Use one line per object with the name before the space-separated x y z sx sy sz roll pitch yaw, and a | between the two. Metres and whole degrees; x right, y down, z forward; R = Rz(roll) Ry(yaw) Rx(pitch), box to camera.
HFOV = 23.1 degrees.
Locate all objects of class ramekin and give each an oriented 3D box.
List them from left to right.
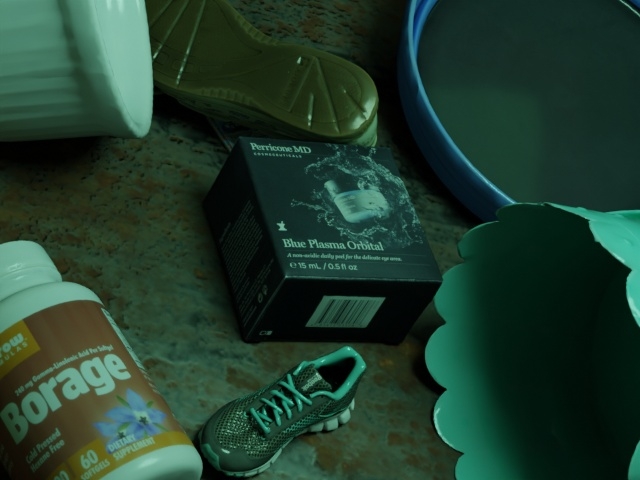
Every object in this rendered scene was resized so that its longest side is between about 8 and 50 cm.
ramekin | -0.232 -0.211 1.283 0.135 0.277 0.277 -8 50 3

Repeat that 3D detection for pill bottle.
pill bottle | -0.188 0.109 1.125 0.121 0.121 0.216 -17 61 -40

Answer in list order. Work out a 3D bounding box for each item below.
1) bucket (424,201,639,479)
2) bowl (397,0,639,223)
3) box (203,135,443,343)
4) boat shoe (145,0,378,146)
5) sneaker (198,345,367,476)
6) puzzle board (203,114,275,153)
bucket | 0.237 0.103 1.282 0.183 0.281 0.281 1 51 -33
bowl | 0.259 -0.160 1.594 0.391 0.077 0.391 8 64 -16
box | 0.000 0.000 1.356 0.156 0.093 0.158 2 49 -29
boat shoe | -0.079 -0.151 1.444 0.285 0.089 0.105 28 74 15
sneaker | -0.027 0.127 1.235 0.065 0.076 0.166 47 45 17
puzzle board | -0.050 -0.119 1.495 0.128 0.011 0.096 -15 60 -38
